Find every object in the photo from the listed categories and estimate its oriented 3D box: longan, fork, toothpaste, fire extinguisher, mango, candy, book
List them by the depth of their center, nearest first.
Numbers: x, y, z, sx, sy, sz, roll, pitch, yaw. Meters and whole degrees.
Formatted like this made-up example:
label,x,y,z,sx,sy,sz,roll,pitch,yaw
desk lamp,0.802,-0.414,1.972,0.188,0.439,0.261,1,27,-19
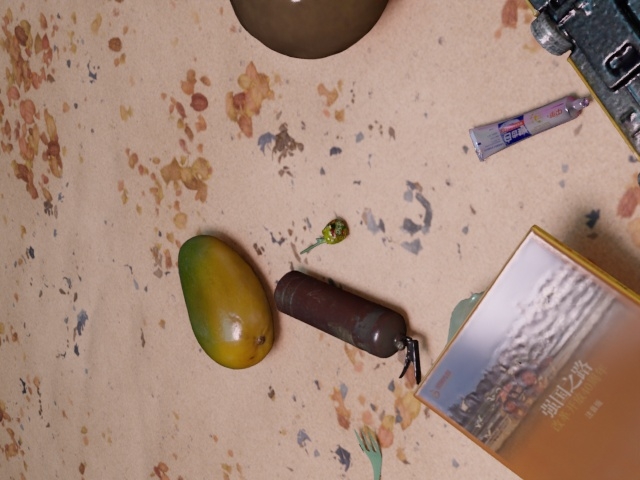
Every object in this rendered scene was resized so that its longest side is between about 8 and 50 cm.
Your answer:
label,x,y,z,sx,sy,sz,roll,pitch,yaw
book,0.320,0.192,1.040,0.374,0.028,0.263,37,116,12
toothpaste,0.250,-0.139,1.121,0.170,0.028,0.045,-19,94,47
longan,-0.015,-0.361,1.198,0.248,0.248,0.248,14,110,42
fire extinguisher,0.046,0.124,1.358,0.267,0.072,0.089,21,106,39
candy,0.000,0.000,1.407,0.035,0.035,0.123,59,144,0
fork,0.089,0.401,1.428,0.039,0.021,0.235,-3,100,49
mango,-0.159,0.094,1.532,0.156,0.114,0.251,-54,50,49

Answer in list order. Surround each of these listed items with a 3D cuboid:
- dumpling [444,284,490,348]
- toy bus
label,x,y,z,sx,sy,sz,roll,pitch,yaw
dumpling,0.242,0.163,1.160,0.217,0.104,0.149,54,143,13
toy bus,0.331,-0.193,0.961,0.121,0.123,0.336,-43,71,40
